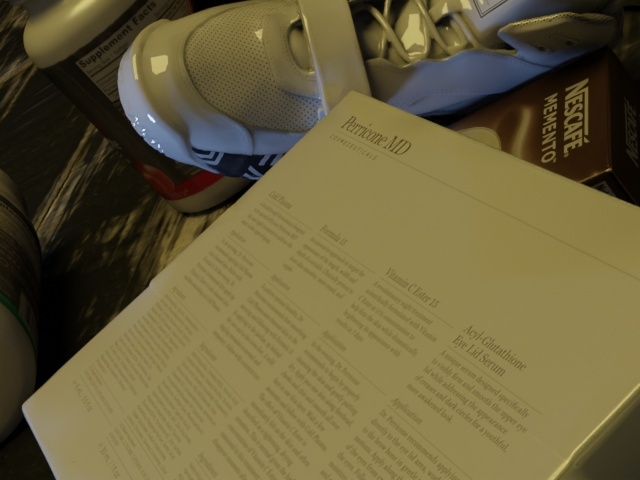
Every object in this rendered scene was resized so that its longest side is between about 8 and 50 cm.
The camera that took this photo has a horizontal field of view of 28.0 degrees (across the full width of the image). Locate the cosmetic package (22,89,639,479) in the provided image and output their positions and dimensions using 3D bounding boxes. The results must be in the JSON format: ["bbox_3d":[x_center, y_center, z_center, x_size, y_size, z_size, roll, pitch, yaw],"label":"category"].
[{"bbox_3d":[0.018,0.081,0.642,0.284,0.097,0.377,-46,28,-5],"label":"cosmetic package"}]

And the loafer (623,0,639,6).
[{"bbox_3d":[0.255,-0.239,1.023,0.094,0.087,0.251,-43,26,-2],"label":"loafer"}]

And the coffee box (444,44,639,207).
[{"bbox_3d":[0.108,-0.008,0.858,0.246,0.098,0.141,-26,31,29],"label":"coffee box"}]

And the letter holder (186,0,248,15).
[{"bbox_3d":[0.021,-0.288,1.121,0.152,0.215,0.301,-18,-2,41],"label":"letter holder"}]

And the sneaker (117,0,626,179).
[{"bbox_3d":[0.054,-0.149,0.872,0.210,0.365,0.137,-45,57,56],"label":"sneaker"}]

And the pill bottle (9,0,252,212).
[{"bbox_3d":[-0.182,-0.193,1.286,0.176,0.318,0.176,-33,26,19],"label":"pill bottle"}]

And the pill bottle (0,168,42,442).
[{"bbox_3d":[-0.392,0.054,1.327,0.204,0.204,0.361,-38,26,8],"label":"pill bottle"}]
